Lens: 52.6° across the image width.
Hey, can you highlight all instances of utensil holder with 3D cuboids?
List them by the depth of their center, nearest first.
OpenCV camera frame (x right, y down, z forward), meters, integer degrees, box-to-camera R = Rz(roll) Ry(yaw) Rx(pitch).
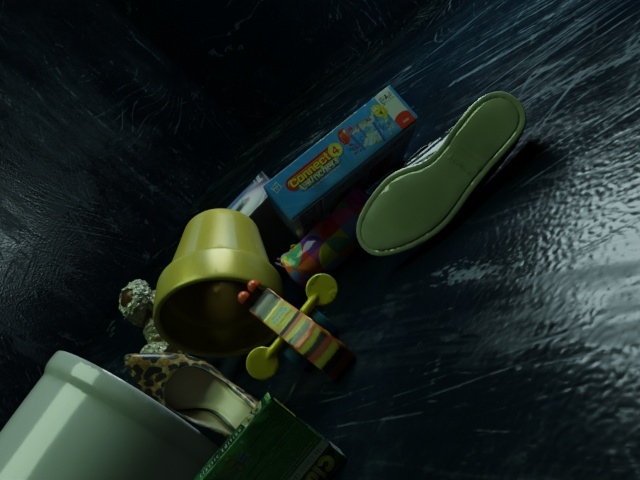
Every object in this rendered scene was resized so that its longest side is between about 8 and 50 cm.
[{"bbox_3d":[-0.382,0.418,0.983,0.328,0.328,0.385,-19,35,57],"label":"utensil holder"}]

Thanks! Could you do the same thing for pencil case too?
[{"bbox_3d":[0.021,-0.004,1.302,0.236,0.104,0.104,-41,18,9],"label":"pencil case"}]

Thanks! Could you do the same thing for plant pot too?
[{"bbox_3d":[-0.204,0.071,1.324,0.254,0.254,0.239,-38,39,28],"label":"plant pot"}]

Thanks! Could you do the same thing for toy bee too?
[{"bbox_3d":[-0.067,0.144,1.094,0.298,0.162,0.195,-20,34,56],"label":"toy bee"}]

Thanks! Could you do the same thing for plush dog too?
[{"bbox_3d":[-0.347,0.195,1.646,0.225,0.262,0.210,-31,-21,13],"label":"plush dog"}]

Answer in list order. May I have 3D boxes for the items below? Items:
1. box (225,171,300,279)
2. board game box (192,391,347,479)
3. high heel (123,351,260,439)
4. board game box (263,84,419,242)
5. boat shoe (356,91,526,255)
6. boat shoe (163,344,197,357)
[{"bbox_3d":[-0.170,0.003,1.618,0.294,0.183,0.296,-46,17,1],"label":"box"},{"bbox_3d":[-0.100,0.330,0.805,0.259,0.136,0.030,-49,14,-6],"label":"board game box"},{"bbox_3d":[-0.164,0.235,0.953,0.093,0.261,0.186,-62,18,-14],"label":"high heel"},{"bbox_3d":[0.042,-0.140,1.316,0.302,0.086,0.308,-39,-7,-4],"label":"board game box"},{"bbox_3d":[0.202,-0.103,1.083,0.340,0.127,0.113,-50,-14,17],"label":"boat shoe"},{"bbox_3d":[-0.316,0.317,1.409,0.095,0.095,0.257,-14,44,48],"label":"boat shoe"}]
